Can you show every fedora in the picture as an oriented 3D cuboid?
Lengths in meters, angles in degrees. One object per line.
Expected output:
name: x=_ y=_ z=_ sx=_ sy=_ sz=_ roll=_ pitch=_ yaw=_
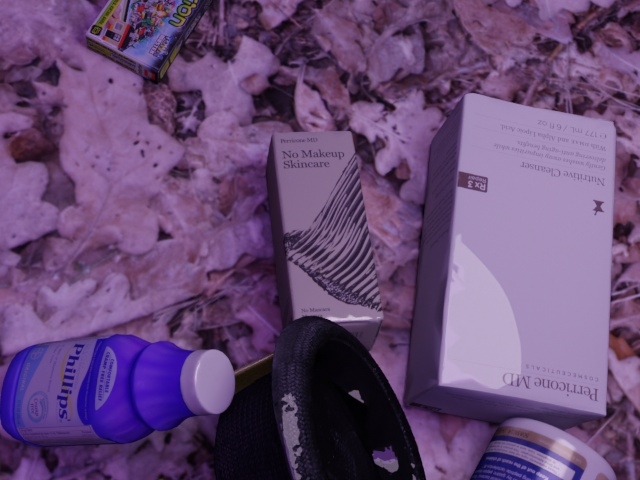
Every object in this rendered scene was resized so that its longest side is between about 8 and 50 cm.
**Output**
fedora: x=-0.007 y=0.254 z=1.044 sx=0.152 sy=0.334 sz=0.334 roll=-21 pitch=71 yaw=23

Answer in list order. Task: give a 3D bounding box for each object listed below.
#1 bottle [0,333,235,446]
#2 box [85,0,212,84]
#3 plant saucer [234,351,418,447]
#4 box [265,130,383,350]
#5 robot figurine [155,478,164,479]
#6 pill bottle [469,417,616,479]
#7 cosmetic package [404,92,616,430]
bottle: x=-0.223 y=0.162 z=1.061 sx=0.282 sy=0.092 sz=0.118 roll=-8 pitch=64 yaw=32
box: x=-0.222 y=-0.326 z=1.347 sx=0.114 sy=0.036 sz=0.207 roll=27 pitch=68 yaw=0
plant saucer: x=-0.007 y=0.217 z=1.184 sx=0.188 sy=0.045 sz=0.188 roll=-24 pitch=76 yaw=-17
box: x=0.000 y=0.000 z=1.209 sx=0.113 sy=0.094 sz=0.275 roll=-3 pitch=60 yaw=-10
robot figurine: x=-0.197 y=0.319 z=1.103 sx=0.115 sy=0.067 sz=0.101 roll=6 pitch=97 yaw=-8
pill bottle: x=0.217 y=0.350 z=1.117 sx=0.153 sy=0.153 sz=0.265 roll=33 pitch=68 yaw=3
cosmetic package: x=0.241 y=0.031 z=1.234 sx=0.217 sy=0.156 sz=0.385 roll=9 pitch=68 yaw=-8
